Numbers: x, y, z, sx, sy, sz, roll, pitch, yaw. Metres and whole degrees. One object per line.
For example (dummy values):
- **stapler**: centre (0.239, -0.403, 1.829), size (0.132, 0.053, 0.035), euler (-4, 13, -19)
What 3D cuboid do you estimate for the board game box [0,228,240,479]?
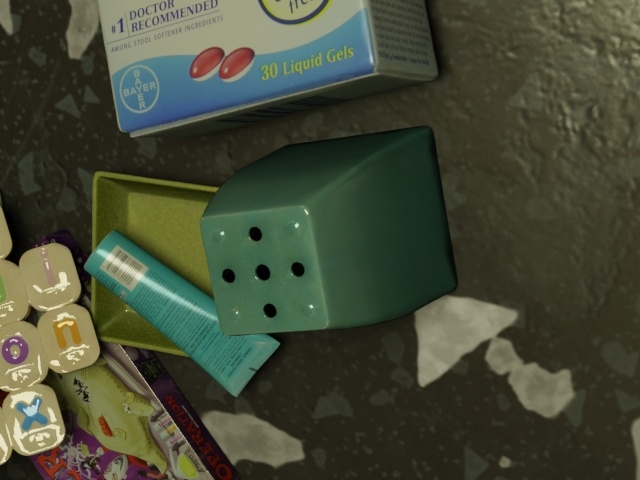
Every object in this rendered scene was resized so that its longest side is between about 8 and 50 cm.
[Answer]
- **board game box**: centre (-0.268, 0.185, 1.334), size (0.208, 0.056, 0.347), euler (-39, 85, 31)

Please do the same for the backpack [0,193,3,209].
- **backpack**: centre (-0.458, -0.037, 1.327), size (0.182, 0.115, 0.152), euler (20, 125, 17)

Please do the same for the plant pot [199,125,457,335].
- **plant pot**: centre (0.000, 0.000, 1.059), size (0.165, 0.234, 0.165), euler (-6, 99, 26)

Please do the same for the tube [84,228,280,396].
- **tube**: centre (-0.145, 0.071, 1.193), size (0.207, 0.052, 0.080), euler (38, 116, 0)

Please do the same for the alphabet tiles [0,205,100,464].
- **alphabet tiles**: centre (-0.384, 0.108, 1.226), size (0.284, 0.021, 0.278), euler (-18, 80, -8)

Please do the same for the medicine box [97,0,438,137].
- **medicine box**: centre (-0.061, -0.259, 1.054), size (0.263, 0.149, 0.289), euler (-11, 89, 26)

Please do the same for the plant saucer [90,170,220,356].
- **plant saucer**: centre (-0.148, 0.025, 1.231), size (0.188, 0.045, 0.188), euler (9, 106, 16)
